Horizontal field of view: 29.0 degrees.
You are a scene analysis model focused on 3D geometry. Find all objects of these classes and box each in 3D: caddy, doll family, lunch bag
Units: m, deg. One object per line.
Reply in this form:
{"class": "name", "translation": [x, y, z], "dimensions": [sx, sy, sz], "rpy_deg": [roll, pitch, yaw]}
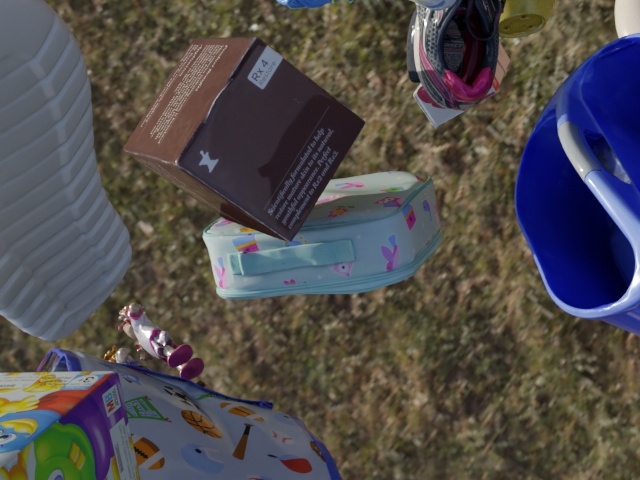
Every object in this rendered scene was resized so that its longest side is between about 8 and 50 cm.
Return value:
{"class": "caddy", "translation": [0.309, -0.056, 1.205], "dimensions": [0.179, 0.341, 0.241], "rpy_deg": [24, 118, -23]}
{"class": "doll family", "translation": [-0.199, 0.194, 1.557], "dimensions": [0.163, 0.118, 0.263], "rpy_deg": [27, 158, 46]}
{"class": "lunch bag", "translation": [0.000, 0.000, 1.550], "dimensions": [0.279, 0.224, 0.108], "rpy_deg": [-7, 107, 22]}
{"class": "lunch bag", "translation": [-0.149, 0.299, 1.293], "dimensions": [0.328, 0.385, 0.239], "rpy_deg": [19, 124, -26]}

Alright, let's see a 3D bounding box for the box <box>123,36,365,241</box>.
{"class": "box", "translation": [-0.092, -0.121, 1.425], "dimensions": [0.167, 0.168, 0.203], "rpy_deg": [36, 173, -26]}

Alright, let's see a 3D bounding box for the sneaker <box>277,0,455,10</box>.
{"class": "sneaker", "translation": [0.022, -0.263, 1.186], "dimensions": [0.240, 0.091, 0.126], "rpy_deg": [31, 105, -36]}

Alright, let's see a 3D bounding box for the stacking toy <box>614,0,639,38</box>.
{"class": "stacking toy", "translation": [0.560, -0.192, 1.813], "dimensions": [0.350, 0.350, 0.480], "rpy_deg": [31, 154, 14]}

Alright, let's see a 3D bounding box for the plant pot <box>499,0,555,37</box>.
{"class": "plant pot", "translation": [0.247, -0.316, 1.578], "dimensions": [0.134, 0.134, 0.095], "rpy_deg": [-20, 68, 39]}

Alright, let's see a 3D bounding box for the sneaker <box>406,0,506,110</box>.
{"class": "sneaker", "translation": [0.154, -0.292, 1.340], "dimensions": [0.121, 0.112, 0.299], "rpy_deg": [-7, 99, -9]}

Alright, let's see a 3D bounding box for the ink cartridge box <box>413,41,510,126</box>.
{"class": "ink cartridge box", "translation": [0.209, -0.239, 1.808], "dimensions": [0.109, 0.150, 0.063], "rpy_deg": [-29, 104, 27]}

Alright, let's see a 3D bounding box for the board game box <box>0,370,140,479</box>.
{"class": "board game box", "translation": [-0.239, 0.201, 0.788], "dimensions": [0.142, 0.275, 0.144], "rpy_deg": [-3, 106, 21]}

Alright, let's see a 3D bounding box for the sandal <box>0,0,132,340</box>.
{"class": "sandal", "translation": [-0.248, -0.044, 0.928], "dimensions": [0.102, 0.169, 0.416], "rpy_deg": [33, 155, 19]}
